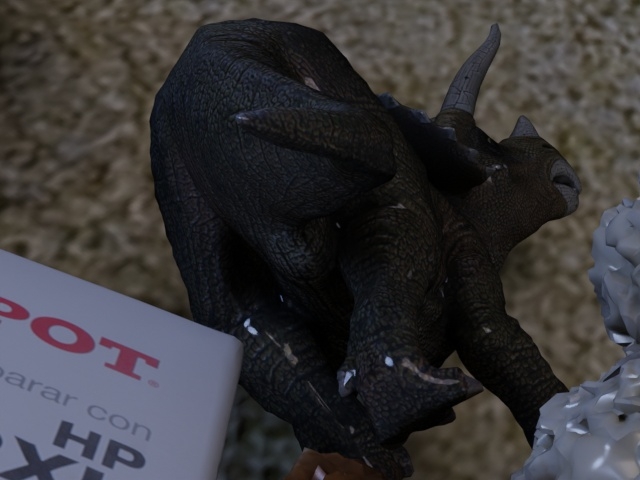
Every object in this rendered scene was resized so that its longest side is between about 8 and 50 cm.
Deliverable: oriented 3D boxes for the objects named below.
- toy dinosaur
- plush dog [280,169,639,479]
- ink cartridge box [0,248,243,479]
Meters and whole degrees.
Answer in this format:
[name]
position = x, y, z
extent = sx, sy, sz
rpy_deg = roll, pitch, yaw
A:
[toy dinosaur]
position = 0.000, 0.000, 0.566
extent = 0.160, 0.121, 0.313
rpy_deg = 60, 16, 20
[plush dog]
position = 0.101, 0.077, 0.359
extent = 0.225, 0.262, 0.211
rpy_deg = -14, 90, -19
[ink cartridge box]
position = -0.152, 0.101, 0.376
extent = 0.223, 0.129, 0.307
rpy_deg = 21, 25, -5
